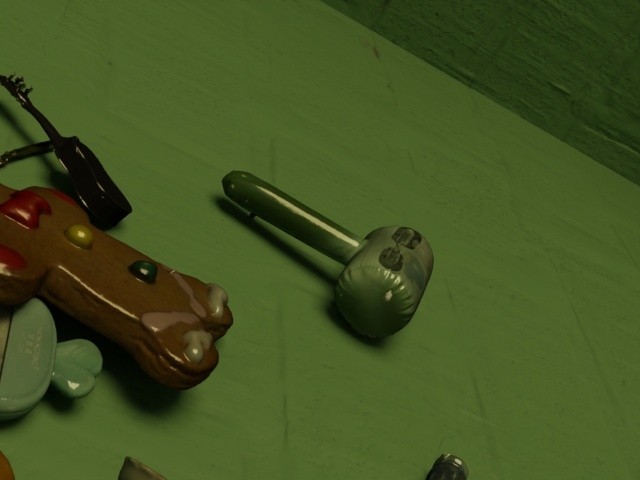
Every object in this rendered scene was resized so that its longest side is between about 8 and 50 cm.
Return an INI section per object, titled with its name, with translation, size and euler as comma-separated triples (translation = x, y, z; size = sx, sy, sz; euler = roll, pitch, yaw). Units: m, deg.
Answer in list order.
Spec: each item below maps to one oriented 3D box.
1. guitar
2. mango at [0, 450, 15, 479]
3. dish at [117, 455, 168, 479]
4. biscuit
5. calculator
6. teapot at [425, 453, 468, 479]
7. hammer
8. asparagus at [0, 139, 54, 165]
[guitar]
translation = -0.331, -0.128, 1.286
size = 0.271, 0.038, 0.084
euler = 51, 2, 20
[mango]
translation = -0.323, 0.187, 0.703
size = 0.221, 0.121, 0.151
euler = 4, 18, -41
[dish]
translation = -0.133, 0.259, 0.875
size = 0.141, 0.078, 0.141
euler = 30, -19, 12
[biscuit]
translation = -0.283, 0.003, 1.076
size = 0.432, 0.064, 0.283
euler = 32, 14, -8
[calculator]
translation = -0.347, 0.088, 0.941
size = 0.295, 0.042, 0.184
euler = 22, 29, -22
[teapot]
translation = 0.153, 0.294, 1.187
size = 0.063, 0.049, 0.083
euler = 38, 25, 6
[hammer]
translation = 0.000, 0.000, 1.453
size = 0.335, 0.119, 0.206
euler = 30, 25, 4
[asparagus]
translation = -0.375, -0.112, 1.275
size = 0.018, 0.015, 0.127
euler = 39, 26, 7
